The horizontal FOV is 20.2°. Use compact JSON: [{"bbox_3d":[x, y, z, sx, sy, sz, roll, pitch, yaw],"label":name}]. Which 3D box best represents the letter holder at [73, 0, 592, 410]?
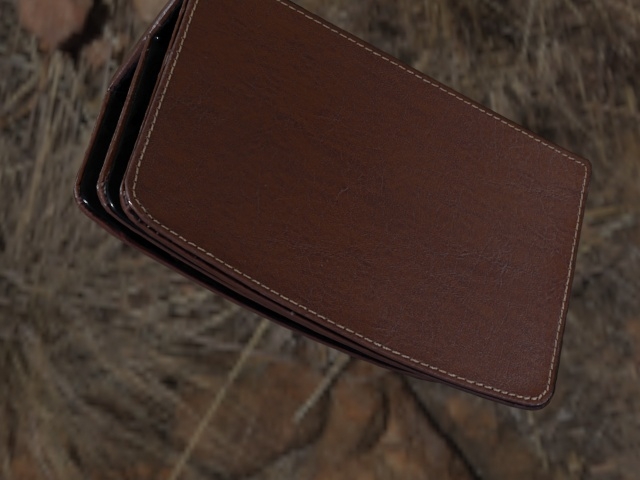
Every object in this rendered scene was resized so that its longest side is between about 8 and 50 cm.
[{"bbox_3d":[0.000,0.000,1.159,0.302,0.214,0.152,26,143,-17],"label":"letter holder"}]
